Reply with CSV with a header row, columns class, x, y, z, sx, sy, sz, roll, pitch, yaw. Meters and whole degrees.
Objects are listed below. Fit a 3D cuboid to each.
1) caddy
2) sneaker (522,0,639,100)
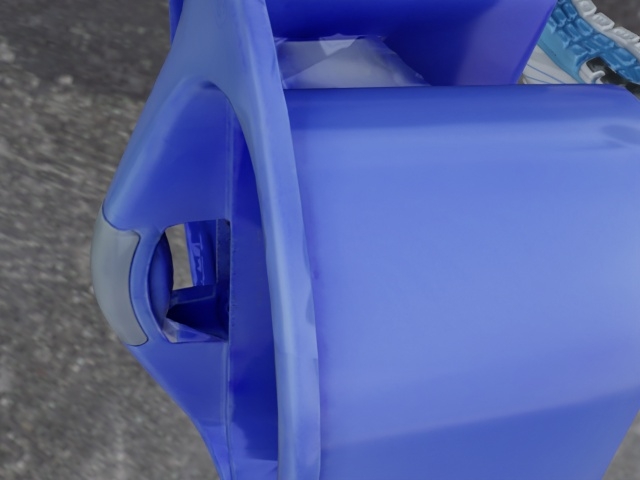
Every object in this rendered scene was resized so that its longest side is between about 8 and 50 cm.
class,x,y,z,sx,sy,sz,roll,pitch,yaw
caddy,0.000,0.000,0.630,0.179,0.241,0.341,-9,150,-9
sneaker,0.141,-0.119,1.012,0.071,0.190,0.083,-18,148,-29
